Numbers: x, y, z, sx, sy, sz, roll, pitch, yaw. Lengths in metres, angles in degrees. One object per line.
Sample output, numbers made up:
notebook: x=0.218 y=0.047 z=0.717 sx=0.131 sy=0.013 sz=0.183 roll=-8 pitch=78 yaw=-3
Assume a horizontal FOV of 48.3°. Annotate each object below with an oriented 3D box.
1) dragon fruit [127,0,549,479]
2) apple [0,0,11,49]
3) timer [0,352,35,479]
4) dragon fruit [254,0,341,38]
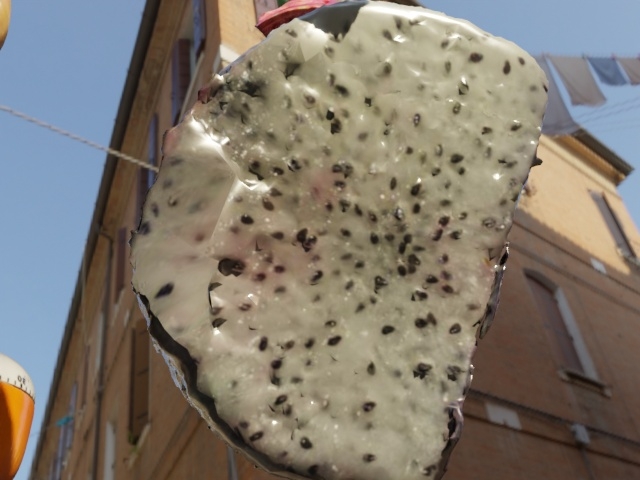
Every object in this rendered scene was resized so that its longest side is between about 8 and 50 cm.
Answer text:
dragon fruit: x=0.000 y=0.000 z=0.476 sx=0.204 sy=0.282 sz=0.221 roll=21 pitch=-10 yaw=-2
apple: x=-0.362 y=-0.205 z=0.509 sx=0.241 sy=0.242 sz=0.242 roll=-1 pitch=-38 yaw=1
timer: x=-0.252 y=0.135 z=0.449 sx=0.136 sy=0.136 sz=0.099 roll=-12 pitch=-33 yaw=2
dragon fruit: x=0.032 y=-0.276 z=1.101 sx=0.189 sy=0.163 sz=0.261 roll=-17 pitch=-56 yaw=41
